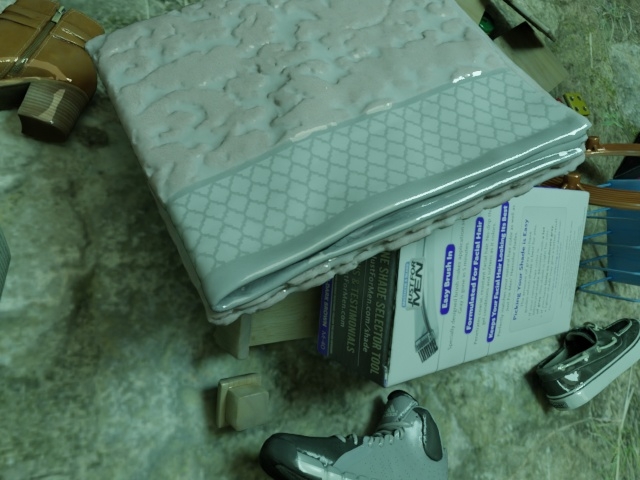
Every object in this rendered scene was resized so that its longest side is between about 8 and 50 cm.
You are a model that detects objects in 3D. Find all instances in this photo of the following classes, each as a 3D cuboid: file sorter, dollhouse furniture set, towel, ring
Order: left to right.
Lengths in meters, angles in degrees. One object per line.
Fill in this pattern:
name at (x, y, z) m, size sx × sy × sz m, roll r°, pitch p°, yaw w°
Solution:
dollhouse furniture set at (0.000, 0.000, 0.594) m, size 0.303 × 0.174 × 0.355 m, roll 2°, pitch 98°, yaw -38°
towel at (0.001, -0.126, 0.416) m, size 0.332 × 0.053 × 0.317 m, roll -24°, pitch 60°, yaw -14°
file sorter at (0.466, -0.003, 0.742) m, size 0.105 × 0.118 × 0.170 m, roll -10°, pitch 100°, yaw -26°
ring at (0.463, -0.111, 0.721) m, size 0.337 × 0.337 × 0.032 m, roll -18°, pitch 116°, yaw -31°

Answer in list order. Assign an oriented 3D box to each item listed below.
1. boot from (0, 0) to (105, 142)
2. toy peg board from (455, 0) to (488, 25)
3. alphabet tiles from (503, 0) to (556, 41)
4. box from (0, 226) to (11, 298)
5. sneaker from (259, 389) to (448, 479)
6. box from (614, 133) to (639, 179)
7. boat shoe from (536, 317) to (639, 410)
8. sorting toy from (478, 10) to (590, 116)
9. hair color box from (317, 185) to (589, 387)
boot at (-0.329, -0.198, 0.495) m, size 0.197 × 0.073 × 0.152 m, roll 22°, pitch 62°, yaw -31°
toy peg board at (0.181, -0.388, 0.831) m, size 0.161 × 0.079 × 0.160 m, roll 27°, pitch 76°, yaw -14°
alphabet tiles at (0.323, -0.438, 0.872) m, size 0.237 × 0.009 × 0.198 m, roll 47°, pitch 30°, yaw 13°
box at (-0.310, 0.115, 0.351) m, size 0.094 × 0.113 × 0.275 m, roll 10°, pitch 65°, yaw -22°
sneaker at (0.048, 0.210, 0.513) m, size 0.229 × 0.086 × 0.132 m, roll 34°, pitch 53°, yaw -22°
box at (0.721, -0.174, 0.943) m, size 0.143 × 0.165 × 0.270 m, roll 48°, pitch 57°, yaw -2°
boat shoe at (0.392, 0.155, 0.699) m, size 0.219 × 0.078 × 0.070 m, roll -25°, pitch 83°, yaw -30°
sorting toy at (0.381, -0.315, 0.904) m, size 0.132 × 0.046 × 0.274 m, roll -38°, pitch 89°, yaw -33°
hair color box at (0.163, 0.026, 0.549) m, size 0.339 × 0.110 × 0.185 m, roll -2°, pitch 100°, yaw -40°
